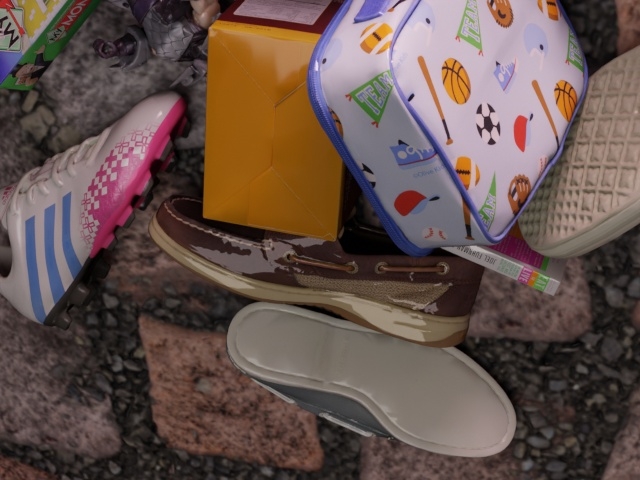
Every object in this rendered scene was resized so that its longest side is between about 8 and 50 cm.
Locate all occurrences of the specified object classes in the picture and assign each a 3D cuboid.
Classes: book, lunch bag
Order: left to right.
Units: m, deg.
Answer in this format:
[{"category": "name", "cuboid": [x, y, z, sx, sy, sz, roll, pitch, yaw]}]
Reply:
[{"category": "lunch bag", "cuboid": [0.114, -0.154, 1.332, 0.115, 0.303, 0.243, -12, 125, 38]}, {"category": "book", "cuboid": [0.172, -0.004, 1.508, 0.144, 0.096, 0.035, 24, 121, 5]}]

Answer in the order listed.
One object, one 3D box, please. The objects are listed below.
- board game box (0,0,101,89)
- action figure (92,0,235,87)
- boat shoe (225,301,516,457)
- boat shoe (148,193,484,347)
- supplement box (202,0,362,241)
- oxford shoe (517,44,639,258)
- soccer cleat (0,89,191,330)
[{"category": "board game box", "cuboid": [-0.295, -0.328, 1.426, 0.213, 0.046, 0.317, -44, 67, 29]}, {"category": "action figure", "cuboid": [-0.181, -0.245, 1.485, 0.285, 0.099, 0.185, 47, 138, 0]}, {"category": "boat shoe", "cuboid": [0.052, 0.150, 1.646, 0.320, 0.116, 0.099, 19, 164, -1]}, {"category": "boat shoe", "cuboid": [0.000, 0.000, 1.559, 0.342, 0.123, 0.123, 19, 112, 3]}, {"category": "supplement box", "cuboid": [-0.018, -0.133, 1.442, 0.129, 0.194, 0.191, 10, 119, 11]}, {"category": "oxford shoe", "cuboid": [0.349, -0.126, 1.370, 0.130, 0.169, 0.449, 18, 130, -35]}, {"category": "soccer cleat", "cuboid": [-0.260, -0.045, 1.609, 0.143, 0.116, 0.331, 34, 121, -2]}]
